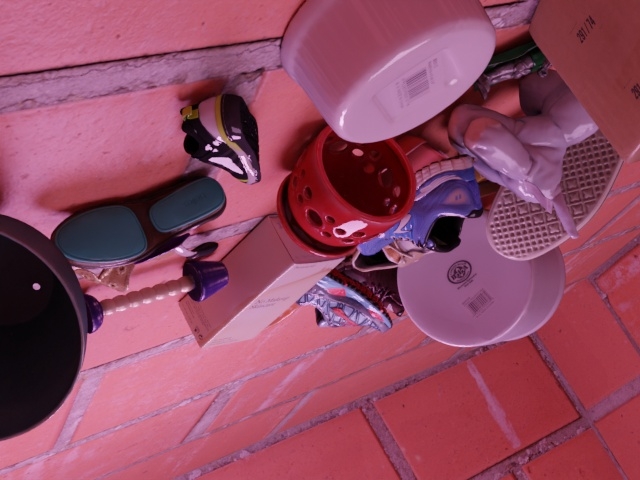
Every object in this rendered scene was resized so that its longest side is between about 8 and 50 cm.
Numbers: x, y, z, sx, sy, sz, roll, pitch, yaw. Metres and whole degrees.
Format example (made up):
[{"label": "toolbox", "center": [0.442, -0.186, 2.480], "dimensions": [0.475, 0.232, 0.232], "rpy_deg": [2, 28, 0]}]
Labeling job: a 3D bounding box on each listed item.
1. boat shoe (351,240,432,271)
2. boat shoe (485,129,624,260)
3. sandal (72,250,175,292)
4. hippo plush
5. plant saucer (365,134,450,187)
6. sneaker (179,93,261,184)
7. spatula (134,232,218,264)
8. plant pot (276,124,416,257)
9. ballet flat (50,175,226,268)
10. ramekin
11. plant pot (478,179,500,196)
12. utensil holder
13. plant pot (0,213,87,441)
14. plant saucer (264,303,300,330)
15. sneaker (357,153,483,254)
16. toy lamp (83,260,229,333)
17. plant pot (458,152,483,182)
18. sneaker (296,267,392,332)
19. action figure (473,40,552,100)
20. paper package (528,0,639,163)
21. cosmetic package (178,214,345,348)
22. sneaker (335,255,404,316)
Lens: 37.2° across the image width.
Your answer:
[{"label": "boat shoe", "center": [0.174, 0.005, 1.957], "dimensions": [0.103, 0.113, 0.302], "rpy_deg": [-46, -170, -31]}, {"label": "boat shoe", "center": [0.517, -0.169, 1.909], "dimensions": [0.500, 0.187, 0.156], "rpy_deg": [-56, 170, 7]}, {"label": "sandal", "center": [-0.311, 0.042, 1.511], "dimensions": [0.240, 0.079, 0.088], "rpy_deg": [-11, 154, -44]}, {"label": "hippo plush", "center": [0.384, -0.207, 1.688], "dimensions": [0.236, 0.294, 0.234], "rpy_deg": [-50, 134, 3]}, {"label": "plant saucer", "center": [0.125, -0.107, 1.827], "dimensions": [0.258, 0.048, 0.259], "rpy_deg": [-35, 162, 16]}, {"label": "sneaker", "center": [-0.141, -0.143, 1.328], "dimensions": [0.097, 0.084, 0.235], "rpy_deg": [-6, 161, 4]}, {"label": "spatula", "center": [-0.219, 0.015, 1.537], "dimensions": [0.084, 0.030, 0.296], "rpy_deg": [-23, 175, 10]}, {"label": "plant pot", "center": [0.034, -0.078, 1.557], "dimensions": [0.191, 0.191, 0.174], "rpy_deg": [-16, 165, -36]}, {"label": "ballet flat", "center": [-0.268, -0.016, 1.414], "dimensions": [0.280, 0.095, 0.096], "rpy_deg": [-19, 174, -28]}, {"label": "ramekin", "center": [0.098, -0.252, 1.266], "dimensions": [0.277, 0.135, 0.277], "rpy_deg": [-26, 161, -10]}, {"label": "plant pot", "center": [0.287, -0.089, 2.040], "dimensions": [0.236, 0.032, 0.236], "rpy_deg": [-18, 179, 0]}, {"label": "utensil holder", "center": [0.375, 0.081, 2.210], "dimensions": [0.327, 0.328, 0.385], "rpy_deg": [-36, 165, 18]}, {"label": "plant pot", "center": [-0.430, 0.082, 1.210], "dimensions": [0.290, 0.290, 0.195], "rpy_deg": [-32, -162, 8]}, {"label": "plant saucer", "center": [-0.126, 0.156, 2.155], "dimensions": [0.200, 0.037, 0.200], "rpy_deg": [-26, 160, -10]}, {"label": "sneaker", "center": [0.173, -0.031, 1.761], "dimensions": [0.129, 0.147, 0.330], "rpy_deg": [-14, 168, -37]}, {"label": "toy lamp", "center": [-0.289, 0.094, 1.683], "dimensions": [0.274, 0.080, 0.080], "rpy_deg": [-19, 159, -32]}, {"label": "plant pot", "center": [0.329, -0.160, 1.945], "dimensions": [0.081, 0.081, 0.083], "rpy_deg": [-23, 167, -19]}, {"label": "sneaker", "center": [0.043, 0.144, 2.117], "dimensions": [0.262, 0.104, 0.125], "rpy_deg": [34, 104, -24]}, {"label": "action figure", "center": [0.376, -0.315, 1.627], "dimensions": [0.232, 0.063, 0.137], "rpy_deg": [-26, 174, 2]}, {"label": "paper package", "center": [0.482, -0.319, 1.390], "dimensions": [0.168, 0.309, 0.325], "rpy_deg": [-26, 160, -13]}, {"label": "cosmetic package", "center": [-0.118, 0.079, 1.849], "dimensions": [0.160, 0.113, 0.309], "rpy_deg": [-6, 152, -50]}, {"label": "sneaker", "center": [0.121, 0.116, 2.219], "dimensions": [0.281, 0.162, 0.106], "rpy_deg": [-18, 159, -32]}]
